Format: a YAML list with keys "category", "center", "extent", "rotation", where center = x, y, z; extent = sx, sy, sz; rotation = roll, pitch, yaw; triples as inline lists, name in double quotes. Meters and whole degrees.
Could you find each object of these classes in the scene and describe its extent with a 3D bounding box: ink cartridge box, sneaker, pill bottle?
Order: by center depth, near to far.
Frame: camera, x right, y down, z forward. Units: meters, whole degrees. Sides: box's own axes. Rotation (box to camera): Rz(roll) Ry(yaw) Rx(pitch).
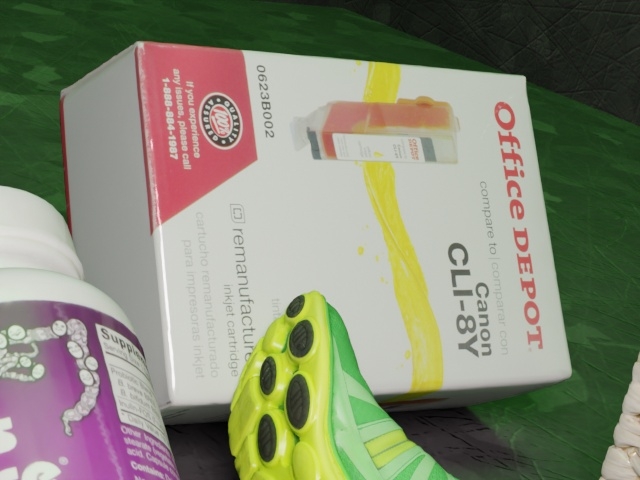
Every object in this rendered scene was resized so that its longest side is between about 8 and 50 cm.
- category: "pill bottle"
  center: [-0.161, 0.122, 0.792]
  extent: [0.169, 0.169, 0.301]
  rotation: [2, 49, -31]
- category: "sneaker"
  center: [0.024, 0.166, 1.025]
  extent: [0.124, 0.109, 0.295]
  rotation: [20, 38, -40]
- category: "ink cartridge box"
  center: [0.000, 0.000, 1.251]
  extent: [0.385, 0.279, 0.160]
  rotation: [0, -13, -34]

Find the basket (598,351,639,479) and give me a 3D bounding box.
- category: "basket"
  center: [0.409, 0.171, 1.045]
  extent: [0.331, 0.266, 0.328]
  rotation: [-8, 27, -42]
